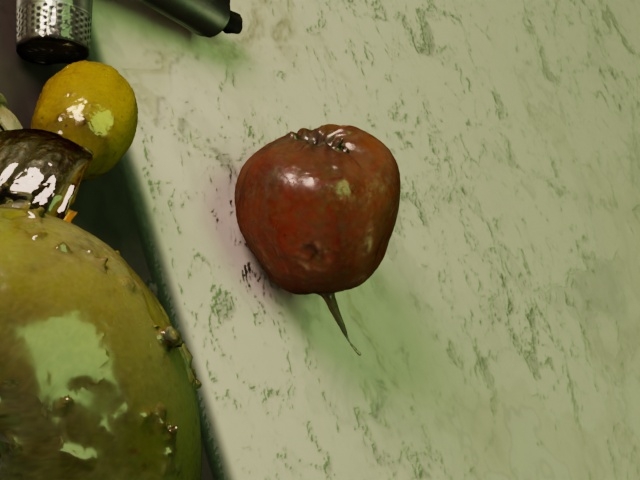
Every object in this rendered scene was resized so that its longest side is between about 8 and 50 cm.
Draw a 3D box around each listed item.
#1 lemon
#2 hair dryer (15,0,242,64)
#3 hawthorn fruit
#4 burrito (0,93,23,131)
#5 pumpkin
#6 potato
[{"bbox_3d":[-0.179,-0.093,1.440,0.082,0.082,0.110,50,32,-26],"label":"lemon"},{"bbox_3d":[-0.183,-0.287,1.579,0.284,0.156,0.320,23,63,-73],"label":"hair dryer"},{"bbox_3d":[-0.011,-0.012,1.613,0.149,0.149,0.189,4,108,-55],"label":"hawthorn fruit"},{"bbox_3d":[-0.227,-0.065,1.347,0.149,0.041,0.055,68,4,-60],"label":"burrito"},{"bbox_3d":[-0.222,-0.015,1.267,0.108,0.183,0.119,30,63,-4],"label":"pumpkin"},{"bbox_3d":[-0.184,0.153,1.115,0.219,0.270,0.359,-69,140,-81],"label":"potato"}]
